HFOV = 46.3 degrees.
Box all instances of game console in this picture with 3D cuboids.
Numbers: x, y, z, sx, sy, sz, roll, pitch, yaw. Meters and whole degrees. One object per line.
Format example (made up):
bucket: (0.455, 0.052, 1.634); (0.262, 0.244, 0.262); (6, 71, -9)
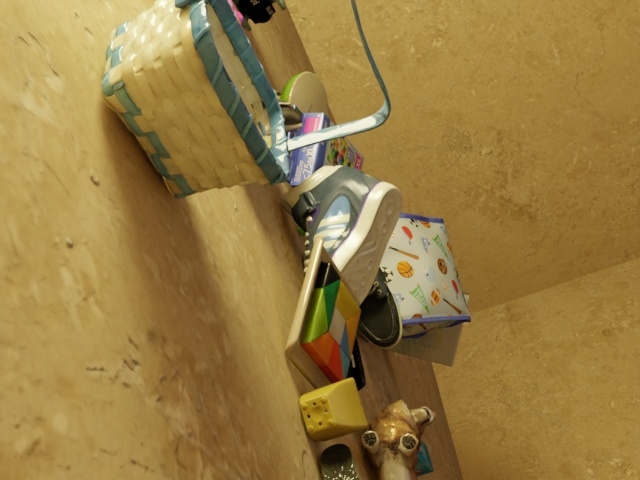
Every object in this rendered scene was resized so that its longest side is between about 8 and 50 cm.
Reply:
game console: (0.062, 0.267, 1.454); (0.071, 0.107, 0.122); (29, 32, -31)

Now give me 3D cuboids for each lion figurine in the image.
lion figurine: (0.157, 0.489, 1.426); (0.240, 0.142, 0.392); (69, 19, -63)

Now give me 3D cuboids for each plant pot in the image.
plant pot: (0.012, 0.261, 1.138); (0.083, 0.081, 0.081); (14, 56, -65)

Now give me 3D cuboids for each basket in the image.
basket: (-0.082, -0.191, 0.850); (0.255, 0.289, 0.201); (66, 15, -45)

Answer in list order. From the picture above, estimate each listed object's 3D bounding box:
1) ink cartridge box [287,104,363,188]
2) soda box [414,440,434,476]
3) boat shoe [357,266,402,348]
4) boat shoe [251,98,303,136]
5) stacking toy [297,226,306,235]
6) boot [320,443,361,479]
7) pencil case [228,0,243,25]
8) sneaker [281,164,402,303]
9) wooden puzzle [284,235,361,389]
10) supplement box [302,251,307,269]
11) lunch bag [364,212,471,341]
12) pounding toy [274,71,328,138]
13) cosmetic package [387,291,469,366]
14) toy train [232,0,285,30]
ink cartridge box: (0.011, -0.178, 1.793); (0.311, 0.065, 0.186); (34, 62, -57)
soda box: (0.221, 0.528, 1.839); (0.210, 0.067, 0.071); (55, 17, -60)
boat shoe: (0.096, 0.103, 1.826); (0.113, 0.127, 0.340); (41, 29, -70)
boat shoe: (-0.107, -0.237, 1.388); (0.335, 0.112, 0.095); (-51, 125, -76)
stacking toy: (0.047, -0.042, 1.709); (0.221, 0.167, 0.052); (-10, 80, -82)
boot: (0.062, 0.432, 1.123); (0.189, 0.076, 0.208); (-90, 166, -59)
pencil case: (-0.215, -0.448, 1.245); (0.104, 0.104, 0.236); (-97, 166, -55)
sneaker: (0.000, -0.001, 1.486); (0.236, 0.323, 0.130); (21, -11, 37)
wooden puzzle: (0.017, 0.145, 1.278); (0.239, 0.044, 0.221); (63, 34, -48)
supplement box: (-0.008, 0.071, 1.551); (0.098, 0.036, 0.062); (-97, 164, -54)
lunch bag: (0.198, 0.103, 2.060); (0.385, 0.239, 0.328); (5, 65, -52)
pounding toy: (-0.083, -0.300, 1.788); (0.237, 0.110, 0.183); (-44, 130, -48)
cosmetic package: (0.325, 0.247, 2.307); (0.138, 0.224, 0.224); (-2, 104, -81)
toy train: (-0.186, -0.603, 1.663); (0.190, 0.142, 0.334); (62, 7, 9)
